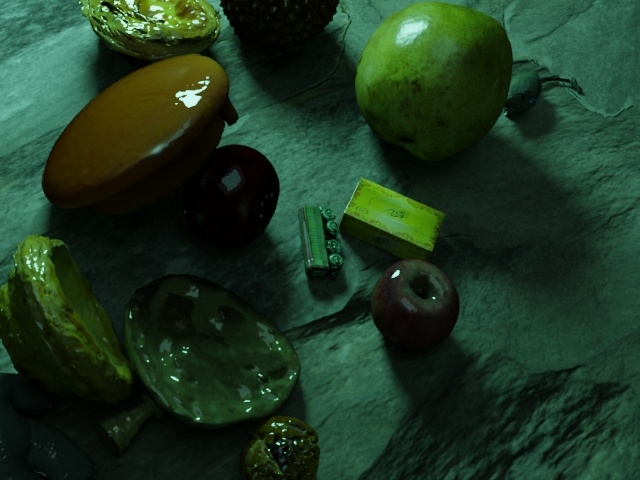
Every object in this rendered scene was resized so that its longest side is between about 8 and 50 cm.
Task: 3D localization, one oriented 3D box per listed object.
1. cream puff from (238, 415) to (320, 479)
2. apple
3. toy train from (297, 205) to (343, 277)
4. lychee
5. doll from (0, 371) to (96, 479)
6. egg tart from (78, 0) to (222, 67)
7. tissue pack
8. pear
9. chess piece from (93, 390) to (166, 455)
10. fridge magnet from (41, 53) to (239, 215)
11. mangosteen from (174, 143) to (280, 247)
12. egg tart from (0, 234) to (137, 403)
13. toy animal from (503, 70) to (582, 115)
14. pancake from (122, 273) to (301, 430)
[{"bbox_3d":[-0.055,0.325,1.215,0.119,0.104,0.133,-8,60,-26],"label":"cream puff"},{"bbox_3d":[0.158,0.112,1.394,0.153,0.120,0.153,9,57,-14],"label":"apple"},{"bbox_3d":[0.000,0.000,1.479,0.071,0.038,0.148,1,56,-13],"label":"toy train"},{"bbox_3d":[-0.091,-0.514,1.679,0.267,0.267,0.267,6,56,-9],"label":"lychee"},{"bbox_3d":[-0.484,0.269,1.139,0.340,0.158,0.246,46,42,-16],"label":"doll"},{"bbox_3d":[-0.338,-0.423,1.631,0.297,0.132,0.297,8,43,-7],"label":"egg tart"},{"bbox_3d":[0.132,-0.034,1.520,0.176,0.062,0.095,24,55,4],"label":"tissue pack"},{"bbox_3d":[0.218,-0.300,1.583,0.304,0.304,0.304,6,56,-9],"label":"pear"},{"bbox_3d":[-0.255,0.249,1.245,0.060,0.060,0.172,44,56,16],"label":"chess piece"},{"bbox_3d":[-0.305,-0.176,1.382,0.363,0.155,0.364,-22,35,16],"label":"fridge magnet"},{"bbox_3d":[-0.169,-0.080,1.424,0.199,0.200,0.200,6,56,-9],"label":"mangosteen"},{"bbox_3d":[-0.375,0.127,1.175,0.123,0.294,0.294,-29,66,-6],"label":"egg tart"},{"bbox_3d":[0.471,-0.333,1.808,0.253,0.070,0.079,-21,99,-38],"label":"toy animal"},{"bbox_3d":[-0.175,0.169,1.278,0.294,0.049,0.294,20,40,-18],"label":"pancake"}]
